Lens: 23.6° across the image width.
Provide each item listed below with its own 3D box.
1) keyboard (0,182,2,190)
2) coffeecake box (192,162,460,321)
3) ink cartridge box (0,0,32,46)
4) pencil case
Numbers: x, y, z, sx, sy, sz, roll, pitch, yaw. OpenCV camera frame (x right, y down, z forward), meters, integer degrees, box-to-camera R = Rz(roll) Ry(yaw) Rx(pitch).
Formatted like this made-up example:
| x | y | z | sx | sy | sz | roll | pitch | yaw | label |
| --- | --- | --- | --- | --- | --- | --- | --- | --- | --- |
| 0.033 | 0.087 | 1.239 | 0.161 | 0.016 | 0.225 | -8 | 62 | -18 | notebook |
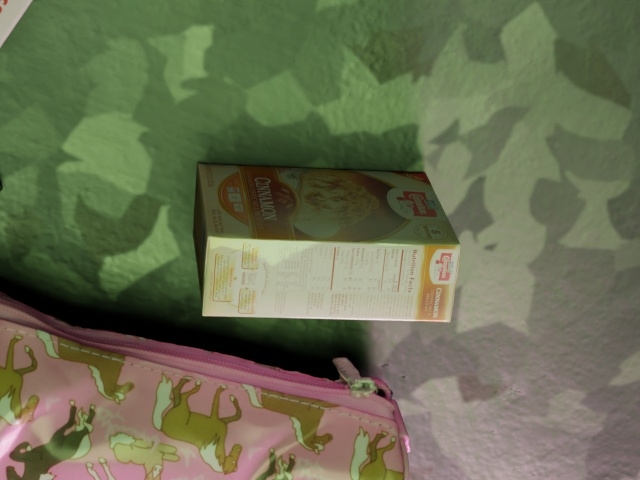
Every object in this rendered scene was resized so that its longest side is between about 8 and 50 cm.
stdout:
| x | y | z | sx | sy | sz | roll | pitch | yaw | label |
| --- | --- | --- | --- | --- | --- | --- | --- | --- | --- |
| -0.414 | -0.002 | 1.174 | 0.201 | 0.033 | 0.317 | 41 | 102 | -21 | keyboard |
| 0.000 | 0.000 | 1.167 | 0.185 | 0.142 | 0.068 | 2 | 114 | -9 | coffeecake box |
| -0.298 | -0.208 | 1.036 | 0.219 | 0.092 | 0.160 | 30 | 131 | -18 | ink cartridge box |
| -0.126 | 0.148 | 1.211 | 0.386 | 0.160 | 0.167 | 13 | 78 | -12 | pencil case |
